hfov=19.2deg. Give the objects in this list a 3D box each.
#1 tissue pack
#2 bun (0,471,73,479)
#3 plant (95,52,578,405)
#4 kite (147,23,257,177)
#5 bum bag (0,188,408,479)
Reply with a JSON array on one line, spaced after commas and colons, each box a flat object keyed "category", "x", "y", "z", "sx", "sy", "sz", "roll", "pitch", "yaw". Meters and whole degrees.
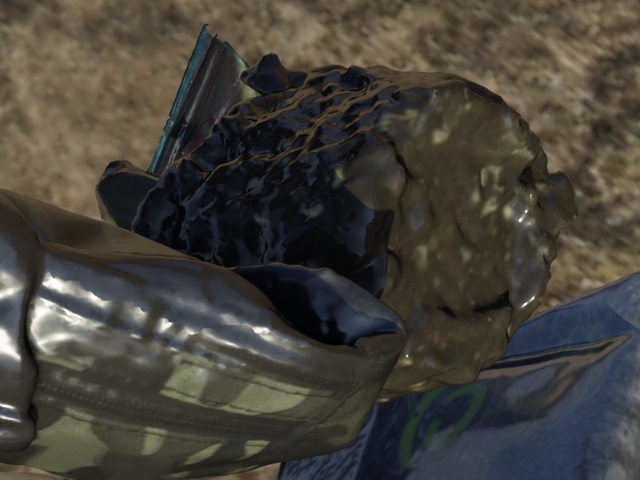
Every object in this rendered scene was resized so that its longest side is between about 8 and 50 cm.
[{"category": "tissue pack", "x": 0.046, "y": 0.227, "z": 0.881, "sx": 0.288, "sy": 0.124, "sz": 0.394, "roll": -29, "pitch": 30, "yaw": 43}, {"category": "bun", "x": -0.103, "y": 0.151, "z": 0.726, "sx": 0.173, "sy": 0.173, "sz": 0.120, "roll": 1, "pitch": 50, "yaw": 43}, {"category": "plant", "x": 0.000, "y": 0.000, "z": 0.780, "sx": 0.203, "sy": 0.142, "sz": 0.131, "roll": -3, "pitch": 45, "yaw": 46}, {"category": "kite", "x": -0.016, "y": 0.017, "z": 1.126, "sx": 0.314, "sy": 0.335, "sz": 0.011, "roll": -32, "pitch": 35, "yaw": -13}, {"category": "bum bag", "x": -0.137, "y": 0.016, "z": 0.608, "sx": 0.144, "sy": 0.340, "sz": 0.095, "roll": -40, "pitch": 38, "yaw": 45}]
